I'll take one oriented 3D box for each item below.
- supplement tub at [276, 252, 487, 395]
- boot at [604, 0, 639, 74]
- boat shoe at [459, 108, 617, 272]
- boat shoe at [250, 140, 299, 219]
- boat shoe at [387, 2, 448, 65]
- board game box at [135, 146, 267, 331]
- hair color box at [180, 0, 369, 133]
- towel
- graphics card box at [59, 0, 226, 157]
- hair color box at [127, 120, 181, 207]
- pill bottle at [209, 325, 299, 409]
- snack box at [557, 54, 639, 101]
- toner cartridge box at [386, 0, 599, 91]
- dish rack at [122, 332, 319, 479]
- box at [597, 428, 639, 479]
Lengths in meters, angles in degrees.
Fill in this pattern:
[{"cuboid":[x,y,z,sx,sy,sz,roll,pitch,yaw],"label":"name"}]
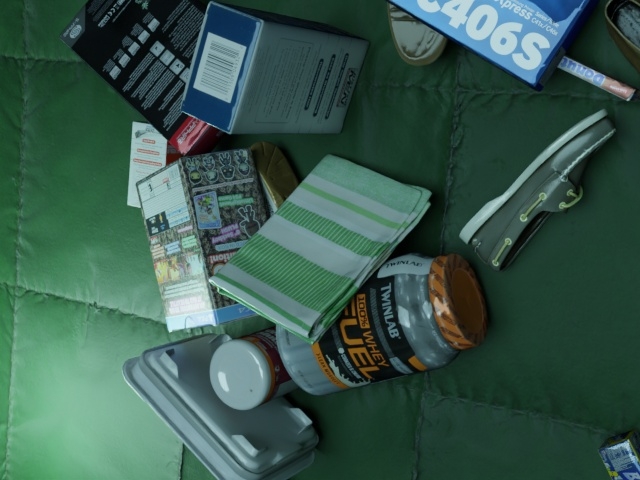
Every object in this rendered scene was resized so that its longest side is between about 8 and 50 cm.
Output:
[{"cuboid":[0.100,0.135,1.512,0.316,0.193,0.194,-20,86,30],"label":"supplement tub"},{"cuboid":[0.505,-0.227,1.283,0.112,0.115,0.305,-46,74,24],"label":"boot"},{"cuboid":[0.343,-0.072,1.400,0.091,0.109,0.305,52,123,15],"label":"boat shoe"},{"cuboid":[-0.066,-0.040,1.653,0.096,0.098,0.277,-37,74,48],"label":"boat shoe"},{"cuboid":[0.166,-0.429,1.468,0.109,0.098,0.302,-3,92,17],"label":"boat shoe"},{"cuboid":[-0.201,0.004,1.650,0.232,0.141,0.291,-14,89,59],"label":"board game box"},{"cuboid":[-0.063,-0.267,1.470,0.105,0.347,0.174,27,108,24],"label":"hair color box"},{"cuboid":[0.000,0.000,1.502,0.248,0.038,0.325,25,63,37],"label":"towel"},{"cuboid":[-0.284,-0.344,1.700,0.371,0.094,0.233,42,95,18],"label":"graphics card box"},{"cuboid":[-0.325,-0.146,1.807,0.093,0.053,0.167,12,103,30],"label":"hair color box"},{"cuboid":[-0.084,0.214,1.611,0.121,0.221,0.121,4,98,30],"label":"pill bottle"},{"cuboid":[0.392,-0.254,1.373,0.178,0.064,0.022,33,110,23],"label":"snack box"},{"cuboid":[0.219,-0.380,1.358,0.348,0.075,0.165,34,101,15],"label":"toner cartridge box"},{"cuboid":[-0.159,0.285,1.628,0.333,0.285,0.072,43,111,18],"label":"dish rack"},{"cuboid":[0.488,0.379,1.392,0.054,0.059,0.169,-28,81,30],"label":"box"}]
